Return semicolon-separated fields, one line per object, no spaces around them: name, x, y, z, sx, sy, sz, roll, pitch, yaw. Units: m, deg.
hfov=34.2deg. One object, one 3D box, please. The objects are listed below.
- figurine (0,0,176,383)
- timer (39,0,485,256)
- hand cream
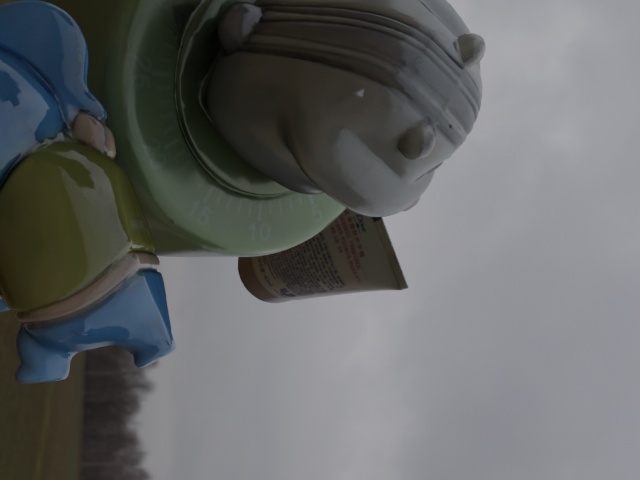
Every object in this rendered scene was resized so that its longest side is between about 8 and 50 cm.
figurine;-0.203;-0.021;0.632;0.262;0.180;0.154;63;28;2
timer;-0.017;-0.108;0.739;0.315;0.291;0.290;14;-77;49
hand cream;0.000;0.000;1.017;0.248;0.083;0.133;-21;-90;61
